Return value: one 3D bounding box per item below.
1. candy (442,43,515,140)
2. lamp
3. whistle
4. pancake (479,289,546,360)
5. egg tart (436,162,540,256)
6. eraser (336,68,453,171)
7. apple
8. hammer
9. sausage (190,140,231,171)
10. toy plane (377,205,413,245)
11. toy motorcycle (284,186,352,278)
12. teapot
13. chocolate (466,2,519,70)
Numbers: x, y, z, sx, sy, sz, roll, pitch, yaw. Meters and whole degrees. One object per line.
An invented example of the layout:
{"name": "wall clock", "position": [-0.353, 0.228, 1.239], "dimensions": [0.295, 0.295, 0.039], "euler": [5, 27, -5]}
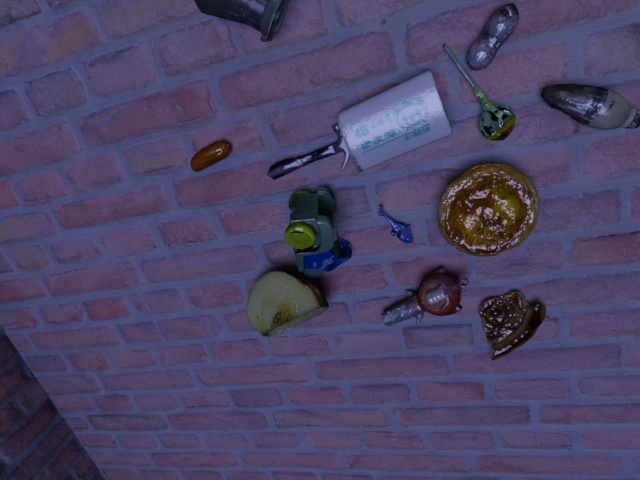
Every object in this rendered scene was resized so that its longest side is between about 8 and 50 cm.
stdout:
{"name": "candy", "position": [0.420, -0.404, 1.111], "dimensions": [0.306, 0.083, 0.091], "euler": [51, 133, -5]}
{"name": "lamp", "position": [0.698, -0.346, 1.049], "dimensions": [0.249, 0.101, 0.101], "euler": [21, 119, 5]}
{"name": "whistle", "position": [0.355, 0.208, 1.394], "dimensions": [0.346, 0.133, 0.142], "euler": [-34, 90, 34]}
{"name": "pancake", "position": [0.667, 0.290, 1.398], "dimensions": [0.212, 0.056, 0.258], "euler": [-13, 113, 18]}
{"name": "egg tart", "position": [0.491, -0.094, 1.215], "dimensions": [0.289, 0.115, 0.291], "euler": [5, 115, 11]}
{"name": "eraser", "position": [0.208, -0.336, 1.166], "dimensions": [0.289, 0.104, 0.189], "euler": [-20, 106, 20]}
{"name": "apple", "position": [-0.117, 0.231, 1.474], "dimensions": [0.254, 0.179, 0.345], "euler": [38, 129, -26]}
{"name": "hammer", "position": [-0.038, -0.255, 1.298], "dimensions": [0.289, 0.037, 0.137], "euler": [-19, 109, 20]}
{"name": "sausage", "position": [-0.372, -0.281, 1.352], "dimensions": [0.183, 0.054, 0.062], "euler": [-19, 82, 23]}
{"name": "toy plane", "position": [0.247, -0.050, 1.333], "dimensions": [0.167, 0.054, 0.062], "euler": [41, 92, -10]}
{"name": "toy motorcycle", "position": [0.000, 0.000, 1.353], "dimensions": [0.199, 0.191, 0.327], "euler": [-6, 134, 7]}
{"name": "teapot", "position": [-0.200, -0.661, 1.075], "dimensions": [0.225, 0.171, 0.203], "euler": [26, 89, -9]}
{"name": "chocolate", "position": [0.439, -0.517, 1.039], "dimensions": [0.072, 0.072, 0.167], "euler": [29, 119, -3]}
